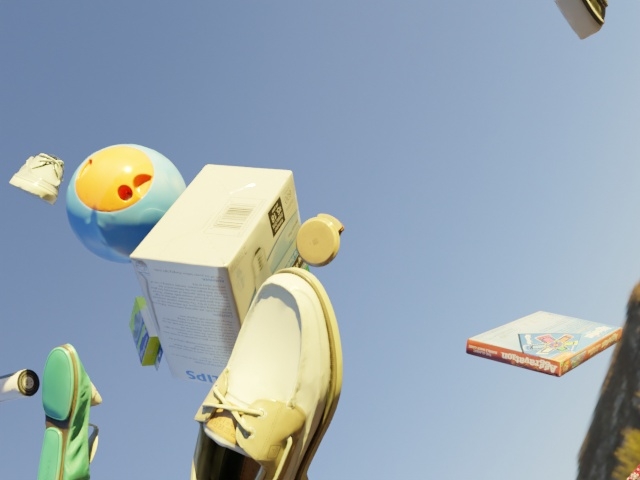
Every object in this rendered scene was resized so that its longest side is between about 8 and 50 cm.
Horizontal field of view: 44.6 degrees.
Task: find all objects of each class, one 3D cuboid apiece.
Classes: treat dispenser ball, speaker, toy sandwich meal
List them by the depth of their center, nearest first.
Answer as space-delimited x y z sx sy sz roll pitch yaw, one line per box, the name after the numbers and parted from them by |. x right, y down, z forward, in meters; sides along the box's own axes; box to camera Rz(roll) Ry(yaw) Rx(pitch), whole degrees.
0.000 0.000 1.201 0.029 0.085 0.085 4 -74 -60 | toy sandwich meal
-0.628 0.296 1.561 0.055 0.136 0.055 34 -132 -48 | speaker
-0.463 -0.088 1.878 0.288 0.288 0.288 -38 -40 -41 | treat dispenser ball

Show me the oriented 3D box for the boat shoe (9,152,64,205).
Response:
-0.497 -0.119 1.383 0.079 0.227 0.081 30 -92 -24 | boat shoe

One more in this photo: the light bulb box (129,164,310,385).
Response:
-0.198 0.078 1.731 0.358 0.225 0.361 -60 -31 -46 | light bulb box

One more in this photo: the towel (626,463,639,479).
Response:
0.587 0.302 1.092 0.275 0.199 0.031 -63 -12 23 | towel

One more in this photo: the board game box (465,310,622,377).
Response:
0.357 0.156 1.222 0.281 0.145 0.027 -7 -77 -52 | board game box

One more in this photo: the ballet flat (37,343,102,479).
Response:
-0.388 0.278 1.219 0.087 0.083 0.247 1 -84 -56 | ballet flat

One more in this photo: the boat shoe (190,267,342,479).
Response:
-0.060 0.177 0.765 0.103 0.113 0.302 -5 -72 -50 | boat shoe

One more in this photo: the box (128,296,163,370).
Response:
-0.461 0.247 2.064 0.042 0.178 0.109 1 -52 -30 | box

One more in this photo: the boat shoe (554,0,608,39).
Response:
0.180 -0.257 0.576 0.219 0.070 0.078 60 -154 -21 | boat shoe
